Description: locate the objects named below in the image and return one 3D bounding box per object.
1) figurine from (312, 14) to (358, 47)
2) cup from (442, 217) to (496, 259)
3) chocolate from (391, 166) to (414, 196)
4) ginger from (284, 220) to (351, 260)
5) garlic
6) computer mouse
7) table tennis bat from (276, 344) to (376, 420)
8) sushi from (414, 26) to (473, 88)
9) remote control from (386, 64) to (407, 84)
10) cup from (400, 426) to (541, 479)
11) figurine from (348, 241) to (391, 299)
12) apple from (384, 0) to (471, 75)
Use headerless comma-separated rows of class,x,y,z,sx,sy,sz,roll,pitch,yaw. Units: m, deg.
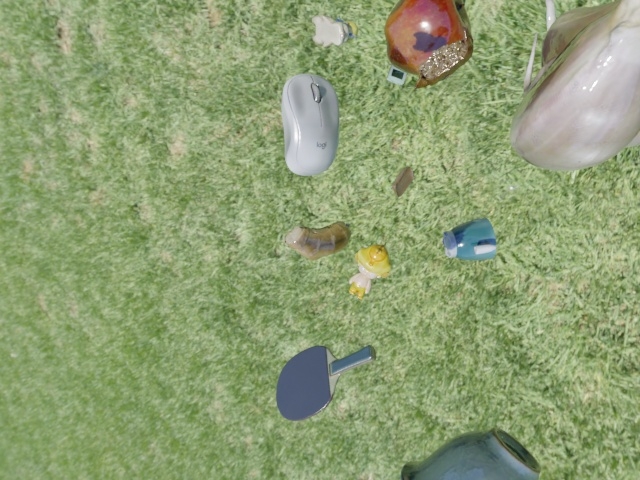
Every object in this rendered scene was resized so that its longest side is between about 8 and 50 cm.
figurine,0.026,-0.329,0.693,0.083,0.050,0.047,41,147,40
cup,0.586,0.003,1.775,0.173,0.300,0.168,-8,102,1
chocolate,0.254,-0.184,1.394,0.031,0.101,0.064,18,155,42
ginger,-0.001,-0.002,1.141,0.069,0.190,0.096,-24,81,66
garlic,0.363,-0.229,0.652,0.231,0.340,0.246,-29,116,12
computer mouse,-0.026,-0.337,1.318,0.121,0.184,0.297,33,122,59
table tennis bat,0.003,0.286,0.946,0.274,0.154,0.021,-33,132,28
sushi,0.221,-0.320,0.799,0.120,0.055,0.052,-28,71,39
remote control,0.279,-0.614,1.547,0.065,0.166,0.029,19,163,-4
cup,0.240,0.357,0.650,0.199,0.199,0.150,38,100,18
figurine,0.192,0.113,1.728,0.156,0.131,0.246,33,114,8
apple,0.269,-0.541,1.150,0.229,0.230,0.230,16,119,32
